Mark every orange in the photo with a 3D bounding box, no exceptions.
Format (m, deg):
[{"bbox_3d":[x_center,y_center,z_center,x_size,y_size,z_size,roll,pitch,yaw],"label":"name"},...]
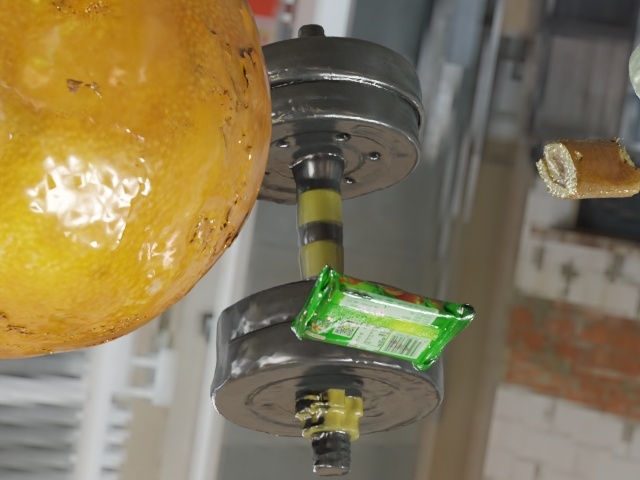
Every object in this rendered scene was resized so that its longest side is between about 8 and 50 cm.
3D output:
[{"bbox_3d":[-0.139,-0.061,0.963,0.240,0.240,0.240,9,-175,-1],"label":"orange"}]

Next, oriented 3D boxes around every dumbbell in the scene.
[{"bbox_3d":[0.000,0.000,1.593,0.185,0.388,0.185,-2,155,-1],"label":"dumbbell"}]

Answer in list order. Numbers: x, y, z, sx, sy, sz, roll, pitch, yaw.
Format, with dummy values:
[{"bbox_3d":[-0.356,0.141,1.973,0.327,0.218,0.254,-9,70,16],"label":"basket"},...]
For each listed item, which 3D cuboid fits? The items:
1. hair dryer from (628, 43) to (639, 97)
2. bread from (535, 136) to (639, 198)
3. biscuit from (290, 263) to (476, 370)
[{"bbox_3d":[0.437,-0.137,1.903,0.206,0.237,0.075,-30,-162,40],"label":"hair dryer"},{"bbox_3d":[0.193,-0.050,1.430,0.083,0.047,0.036,-2,151,-45],"label":"bread"},{"bbox_3d":[0.027,0.038,0.971,0.089,0.046,0.016,15,-143,-31],"label":"biscuit"}]
